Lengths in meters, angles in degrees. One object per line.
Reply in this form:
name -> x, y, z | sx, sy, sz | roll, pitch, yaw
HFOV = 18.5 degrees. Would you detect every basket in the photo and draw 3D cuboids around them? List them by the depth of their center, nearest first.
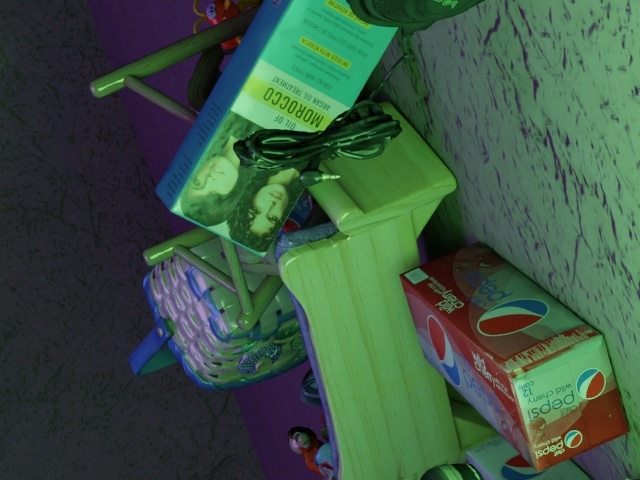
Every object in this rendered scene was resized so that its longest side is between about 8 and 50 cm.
basket -> -0.099, 0.080, 2.417 | 0.201, 0.255, 0.289 | 64, 158, 8

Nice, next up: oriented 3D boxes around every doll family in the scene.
doll family -> 0.064, 0.294, 2.496 | 0.263, 0.118, 0.163 | 53, 175, -38

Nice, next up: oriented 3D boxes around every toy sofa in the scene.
toy sofa -> 0.045, 0.067, 1.857 | 0.150, 0.177, 0.362 | -124, 15, -49

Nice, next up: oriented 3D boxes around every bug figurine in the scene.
bug figurine -> -0.090, -0.133, 2.179 | 0.216, 0.072, 0.279 | 70, -164, -64

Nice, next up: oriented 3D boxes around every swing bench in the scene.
swing bench -> -0.057, -0.101, 1.910 | 0.165, 0.255, 0.253 | 32, 150, 37

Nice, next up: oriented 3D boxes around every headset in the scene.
headset -> 0.023, -0.223, 1.334 | 0.243, 0.185, 0.394 | -123, 26, -49

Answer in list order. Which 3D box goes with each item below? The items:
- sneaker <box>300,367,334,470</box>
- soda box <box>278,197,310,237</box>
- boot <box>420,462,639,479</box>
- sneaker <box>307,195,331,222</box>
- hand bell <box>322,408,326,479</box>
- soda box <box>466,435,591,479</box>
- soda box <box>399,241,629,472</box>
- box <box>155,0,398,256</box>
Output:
sneaker -> 0.056, 0.260, 2.345 | 0.104, 0.125, 0.262 | 90, 156, -65
soda box -> 0.000, 0.000, 2.242 | 0.067, 0.071, 0.210 | 80, 164, -51
boot -> 0.172, 0.215, 1.491 | 0.236, 0.179, 0.085 | 78, 170, -53
sneaker -> 0.018, 0.001, 2.099 | 0.071, 0.066, 0.188 | -35, -71, -60
hand bell -> 0.031, 0.284, 2.684 | 0.126, 0.126, 0.242 | -153, 56, -75
soda box -> 0.202, 0.238, 1.700 | 0.216, 0.069, 0.074 | -134, 24, -67
soda box -> 0.153, 0.089, 1.604 | 0.263, 0.083, 0.092 | -135, 25, -67
box -> -0.036, -0.117, 1.688 | 0.100, 0.244, 0.060 | 27, -172, -24
